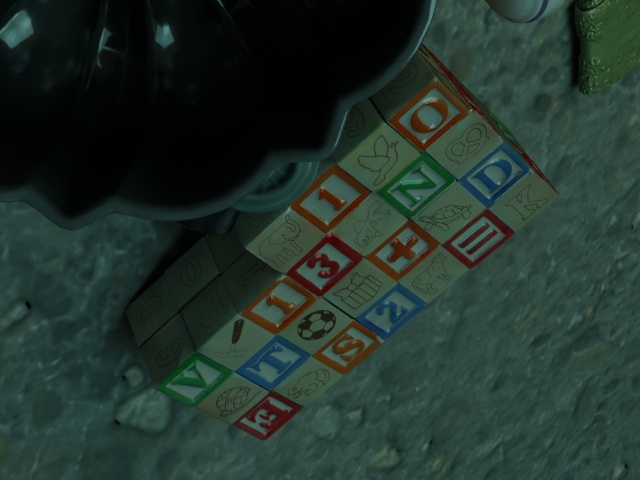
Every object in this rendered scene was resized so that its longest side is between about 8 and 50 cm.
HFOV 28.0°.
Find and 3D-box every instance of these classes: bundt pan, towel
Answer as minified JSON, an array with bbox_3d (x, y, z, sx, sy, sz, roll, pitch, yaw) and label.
[{"bbox_3d":[-0.096,-0.179,0.604,0.124,0.331,0.330,-76,-175,-73],"label":"bundt pan"},{"bbox_3d":[0.290,-0.208,1.195,0.148,0.027,0.110,-36,137,-24],"label":"towel"}]

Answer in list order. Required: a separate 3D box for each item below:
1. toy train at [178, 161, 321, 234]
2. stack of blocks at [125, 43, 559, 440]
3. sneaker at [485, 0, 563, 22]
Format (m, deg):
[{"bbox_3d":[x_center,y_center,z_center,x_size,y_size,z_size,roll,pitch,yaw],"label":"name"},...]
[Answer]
[{"bbox_3d":[-0.053,-0.165,0.748,0.190,0.142,0.334,22,114,-11],"label":"toy train"},{"bbox_3d":[0.000,0.000,0.924,0.297,0.087,0.171,-42,135,14],"label":"stack of blocks"},{"bbox_3d":[0.051,-0.252,0.840,0.161,0.102,0.282,-31,104,-21],"label":"sneaker"}]
